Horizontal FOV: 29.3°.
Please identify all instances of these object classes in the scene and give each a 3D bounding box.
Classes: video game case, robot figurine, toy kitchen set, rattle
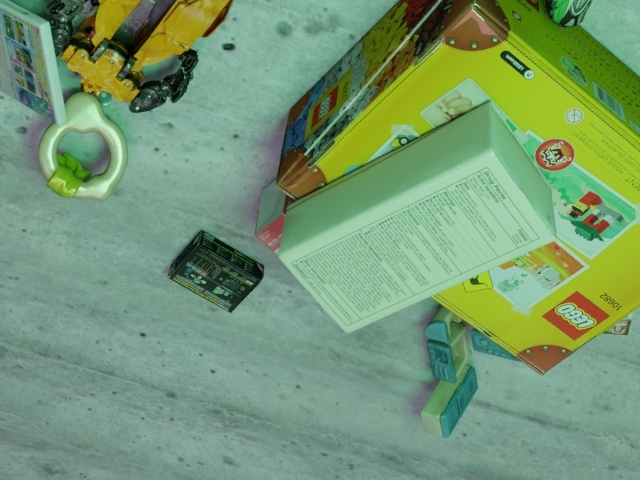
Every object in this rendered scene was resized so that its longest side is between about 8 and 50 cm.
[{"bbox_3d":[-0.402,-0.247,1.648,0.143,0.019,0.157,30,139,32],"label":"video game case"},{"bbox_3d":[-0.227,-0.298,1.598,0.211,0.085,0.291,34,124,-21],"label":"robot figurine"},{"bbox_3d":[0.246,0.212,1.912,0.166,0.122,0.207,13,136,31],"label":"toy kitchen set"},{"bbox_3d":[-0.332,-0.162,1.761,0.130,0.143,0.200,6,96,3],"label":"rattle"}]

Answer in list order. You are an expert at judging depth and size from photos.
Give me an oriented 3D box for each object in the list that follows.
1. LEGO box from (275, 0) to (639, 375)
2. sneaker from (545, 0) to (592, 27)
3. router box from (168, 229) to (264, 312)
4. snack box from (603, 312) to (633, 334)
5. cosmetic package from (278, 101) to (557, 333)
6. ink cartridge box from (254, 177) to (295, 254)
[{"bbox_3d":[0.254,-0.094,1.644,0.500,0.193,0.372,35,125,-21],"label":"LEGO box"},{"bbox_3d":[0.374,-0.386,1.430,0.146,0.134,0.344,21,128,-13],"label":"sneaker"},{"bbox_3d":[-0.162,0.050,1.911,0.122,0.038,0.092,32,125,-19],"label":"router box"},{"bbox_3d":[0.397,0.113,1.916,0.178,0.022,0.064,4,129,3],"label":"snack box"},{"bbox_3d":[0.118,-0.023,1.520,0.309,0.113,0.160,-26,122,24],"label":"cosmetic package"},{"bbox_3d":[0.000,0.000,1.802,0.198,0.115,0.067,39,122,-24],"label":"ink cartridge box"}]
